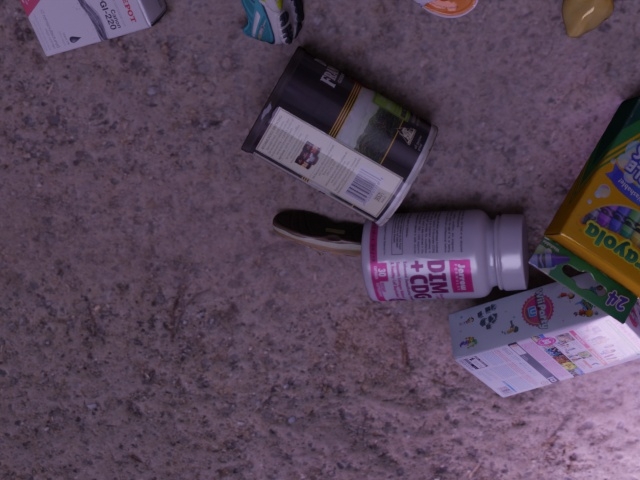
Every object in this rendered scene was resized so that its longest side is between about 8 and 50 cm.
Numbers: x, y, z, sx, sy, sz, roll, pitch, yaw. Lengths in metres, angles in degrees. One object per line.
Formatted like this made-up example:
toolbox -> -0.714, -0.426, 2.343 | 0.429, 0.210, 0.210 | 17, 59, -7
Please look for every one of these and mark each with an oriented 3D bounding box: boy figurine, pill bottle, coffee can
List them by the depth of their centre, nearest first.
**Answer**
boy figurine -> 0.456, -0.441, 1.794 | 0.177, 0.092, 0.285 | 17, 124, 2
coffee can -> 0.032, -0.176, 1.990 | 0.275, 0.201, 0.201 | 29, 123, -6
pill bottle -> 0.225, 0.026, 2.089 | 0.283, 0.160, 0.160 | -3, 120, 15

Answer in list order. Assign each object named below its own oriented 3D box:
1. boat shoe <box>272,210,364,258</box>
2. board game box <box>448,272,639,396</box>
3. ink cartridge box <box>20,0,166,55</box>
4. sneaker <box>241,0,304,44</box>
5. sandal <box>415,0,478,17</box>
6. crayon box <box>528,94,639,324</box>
boat shoe -> 0.000, 0.000, 2.189 | 0.190, 0.068, 0.072 | 15, 137, 5
board game box -> 0.418, 0.172, 2.115 | 0.303, 0.097, 0.224 | -19, 147, 24
ink cartridge box -> -0.398, -0.425, 2.008 | 0.218, 0.092, 0.158 | -12, 117, 18
sneaker -> -0.108, -0.441, 1.914 | 0.110, 0.107, 0.275 | 10, 133, 22
sandal -> 0.142, -0.451, 1.871 | 0.265, 0.076, 0.102 | 43, 121, -14
crayon box -> 0.514, -0.047, 1.916 | 0.203, 0.083, 0.323 | 32, 84, -7
